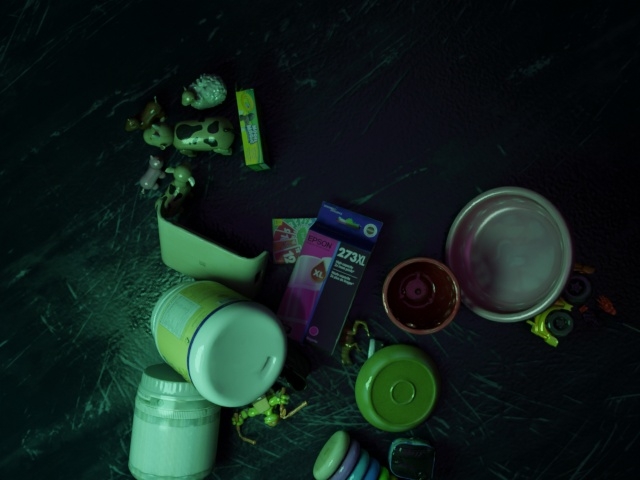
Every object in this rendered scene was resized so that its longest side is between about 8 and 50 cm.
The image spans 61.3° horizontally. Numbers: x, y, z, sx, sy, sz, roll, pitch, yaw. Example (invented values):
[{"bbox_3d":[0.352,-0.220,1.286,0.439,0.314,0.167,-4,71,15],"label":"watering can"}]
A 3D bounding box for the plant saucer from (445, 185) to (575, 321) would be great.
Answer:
[{"bbox_3d":[0.469,0.035,1.338,0.332,0.084,0.332,-7,80,47],"label":"plant saucer"}]

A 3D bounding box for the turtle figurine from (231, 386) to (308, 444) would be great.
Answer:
[{"bbox_3d":[-0.156,0.406,1.446,0.269,0.087,0.217,-36,80,33],"label":"turtle figurine"}]

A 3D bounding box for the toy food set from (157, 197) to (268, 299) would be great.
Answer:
[{"bbox_3d":[-0.286,0.026,1.415,0.306,0.220,0.092,25,55,3],"label":"toy food set"}]

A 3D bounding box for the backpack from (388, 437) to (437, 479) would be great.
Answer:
[{"bbox_3d":[0.237,0.573,1.425,0.114,0.084,0.105,9,90,-1],"label":"backpack"}]

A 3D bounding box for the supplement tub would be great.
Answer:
[{"bbox_3d":[-0.259,0.232,1.315,0.241,0.331,0.241,-8,103,-35],"label":"supplement tub"}]

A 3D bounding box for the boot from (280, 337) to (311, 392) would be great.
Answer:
[{"bbox_3d":[-0.121,0.286,1.414,0.246,0.161,0.083,39,92,3],"label":"boot"}]

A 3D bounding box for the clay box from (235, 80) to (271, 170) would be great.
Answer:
[{"bbox_3d":[-0.178,-0.304,1.438,0.053,0.127,0.222,-7,90,4],"label":"clay box"}]

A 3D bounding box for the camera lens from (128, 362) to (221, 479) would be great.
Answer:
[{"bbox_3d":[-0.373,0.477,1.403,0.219,0.219,0.274,6,90,4],"label":"camera lens"}]

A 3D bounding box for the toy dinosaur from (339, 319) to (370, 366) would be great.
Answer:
[{"bbox_3d":[0.072,0.236,1.450,0.112,0.064,0.211,-11,89,5],"label":"toy dinosaur"}]

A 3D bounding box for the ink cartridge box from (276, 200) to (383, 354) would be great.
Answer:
[{"bbox_3d":[0.018,0.095,1.418,0.175,0.069,0.371,21,89,9],"label":"ink cartridge box"}]

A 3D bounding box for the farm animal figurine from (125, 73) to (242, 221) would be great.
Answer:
[{"bbox_3d":[-0.367,-0.247,1.429,0.326,0.172,0.330,-20,88,4],"label":"farm animal figurine"}]

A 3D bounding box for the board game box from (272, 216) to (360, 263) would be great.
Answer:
[{"bbox_3d":[0.000,0.000,1.472,0.259,0.039,0.124,-1,90,2],"label":"board game box"}]

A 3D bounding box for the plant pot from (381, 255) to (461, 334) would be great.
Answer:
[{"bbox_3d":[0.251,0.132,1.380,0.191,0.174,0.191,0,91,5],"label":"plant pot"}]

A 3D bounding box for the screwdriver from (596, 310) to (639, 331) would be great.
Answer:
[{"bbox_3d":[0.800,0.222,1.416,0.170,0.025,0.024,23,93,-9],"label":"screwdriver"}]

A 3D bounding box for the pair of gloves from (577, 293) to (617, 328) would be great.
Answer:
[{"bbox_3d":[0.732,0.186,1.427,0.083,0.010,0.074,-38,87,4],"label":"pair of gloves"}]

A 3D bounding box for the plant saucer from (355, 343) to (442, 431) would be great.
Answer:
[{"bbox_3d":[0.212,0.395,1.424,0.241,0.037,0.241,-1,94,-8],"label":"plant saucer"}]

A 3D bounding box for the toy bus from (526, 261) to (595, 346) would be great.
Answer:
[{"bbox_3d":[0.561,0.133,1.383,0.211,0.149,0.220,24,94,17],"label":"toy bus"}]

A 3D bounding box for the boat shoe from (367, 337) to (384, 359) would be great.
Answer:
[{"bbox_3d":[0.145,0.335,1.452,0.040,0.049,0.142,7,88,4],"label":"boat shoe"}]

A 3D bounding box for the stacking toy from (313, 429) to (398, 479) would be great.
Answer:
[{"bbox_3d":[0.150,0.646,1.413,0.330,0.141,0.141,35,92,0],"label":"stacking toy"}]
